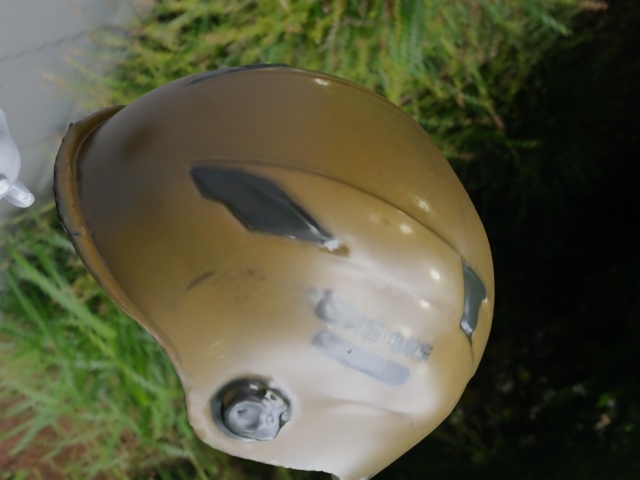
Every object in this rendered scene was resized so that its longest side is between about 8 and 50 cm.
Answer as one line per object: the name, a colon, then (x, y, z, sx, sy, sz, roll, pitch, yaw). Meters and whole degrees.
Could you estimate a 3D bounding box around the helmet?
helmet: (0.000, 0.000, 0.622, 0.130, 0.198, 0.224, -35, 126, 19)

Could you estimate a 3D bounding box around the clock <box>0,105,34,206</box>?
clock: (-0.264, -0.081, 0.879, 0.080, 0.117, 0.176, -52, 149, -2)
